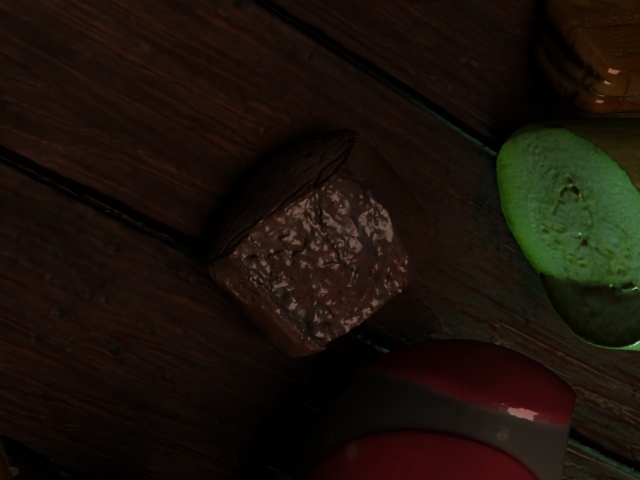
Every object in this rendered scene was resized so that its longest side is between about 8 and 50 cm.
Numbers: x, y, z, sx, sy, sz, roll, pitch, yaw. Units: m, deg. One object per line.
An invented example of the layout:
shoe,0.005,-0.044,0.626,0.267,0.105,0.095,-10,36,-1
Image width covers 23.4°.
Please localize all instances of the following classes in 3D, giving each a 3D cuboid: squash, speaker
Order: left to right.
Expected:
speaker,0.105,0.220,1.271,0.294,0.294,0.294,-10,109,-31
squash,0.252,-0.001,1.339,0.133,0.220,0.220,-7,108,-33

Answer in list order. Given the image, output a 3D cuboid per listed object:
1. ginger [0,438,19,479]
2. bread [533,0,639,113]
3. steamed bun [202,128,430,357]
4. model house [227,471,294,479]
ginger,-0.397,0.187,0.980,0.375,0.176,0.256,-42,108,-9
bread,0.288,-0.170,1.383,0.200,0.116,0.077,-9,133,-32
steamed bun,0.000,0.000,1.238,0.175,0.106,0.145,-45,123,-12
model house,-0.104,0.363,1.128,0.335,0.342,0.382,-12,139,7
